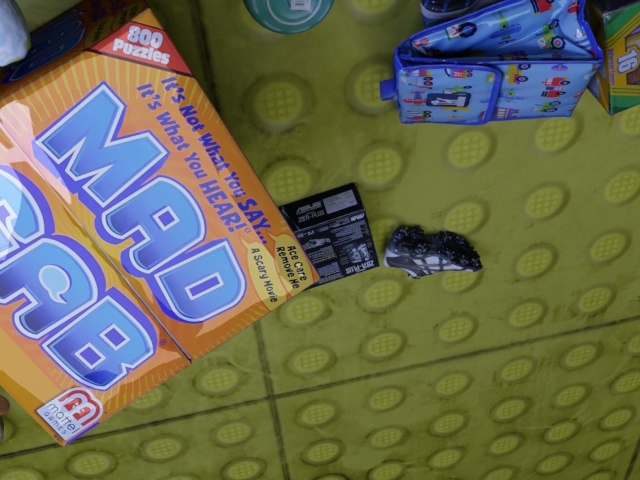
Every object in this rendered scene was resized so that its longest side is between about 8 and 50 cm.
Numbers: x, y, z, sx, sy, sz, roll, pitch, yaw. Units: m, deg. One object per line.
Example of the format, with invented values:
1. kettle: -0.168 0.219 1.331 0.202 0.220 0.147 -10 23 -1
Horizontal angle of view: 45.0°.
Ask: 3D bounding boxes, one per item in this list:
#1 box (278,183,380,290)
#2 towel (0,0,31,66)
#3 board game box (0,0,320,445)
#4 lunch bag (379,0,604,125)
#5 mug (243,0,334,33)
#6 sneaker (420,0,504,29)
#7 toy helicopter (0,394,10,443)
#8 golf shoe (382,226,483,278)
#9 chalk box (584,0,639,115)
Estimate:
1. box: 0.000 0.000 1.362 0.180 0.078 0.147 -19 133 1
2. towel: -0.458 -0.347 0.753 0.090 0.374 0.321 -47 138 -23
3. board game box: -0.276 -0.058 0.948 0.356 0.356 0.357 -33 119 -2
4. lunch bag: 0.230 -0.253 1.128 0.293 0.138 0.221 -9 169 6
5. mug: -0.052 -0.349 1.019 0.129 0.097 0.157 -38 130 19
6. sneaker: 0.243 -0.354 1.127 0.211 0.080 0.081 -12 156 -5
7. toy helicopter: -0.729 0.298 1.387 0.235 0.140 0.355 -37 128 15
8. golf shoe: 0.210 0.031 1.464 0.198 0.077 0.094 15 137 -18
9. chalk box: 0.516 -0.345 1.129 0.288 0.180 0.179 -19 133 3
